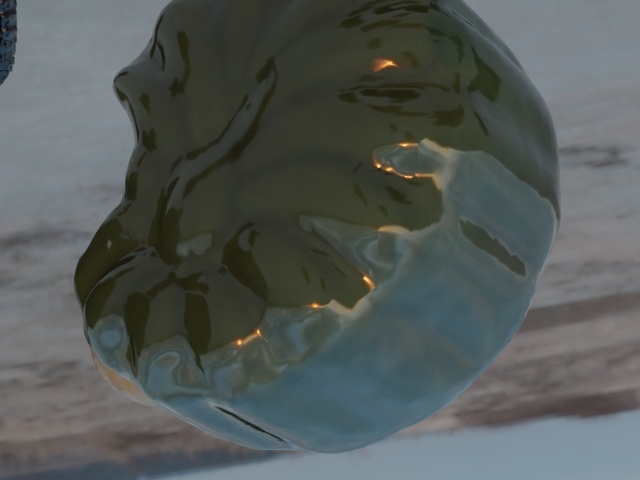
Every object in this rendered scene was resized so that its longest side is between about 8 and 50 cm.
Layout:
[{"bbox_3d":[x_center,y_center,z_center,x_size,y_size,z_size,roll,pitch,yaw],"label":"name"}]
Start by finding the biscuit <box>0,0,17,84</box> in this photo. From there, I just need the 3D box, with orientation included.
[{"bbox_3d":[-0.325,-0.227,1.290,0.053,0.195,0.194,-17,177,-29],"label":"biscuit"}]

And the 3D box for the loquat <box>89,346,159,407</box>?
[{"bbox_3d":[-0.140,0.085,1.304,0.141,0.141,0.141,-9,172,-1],"label":"loquat"}]

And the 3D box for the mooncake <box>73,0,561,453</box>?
[{"bbox_3d":[-0.010,-0.032,0.997,0.351,0.351,0.187,-14,149,29],"label":"mooncake"}]
